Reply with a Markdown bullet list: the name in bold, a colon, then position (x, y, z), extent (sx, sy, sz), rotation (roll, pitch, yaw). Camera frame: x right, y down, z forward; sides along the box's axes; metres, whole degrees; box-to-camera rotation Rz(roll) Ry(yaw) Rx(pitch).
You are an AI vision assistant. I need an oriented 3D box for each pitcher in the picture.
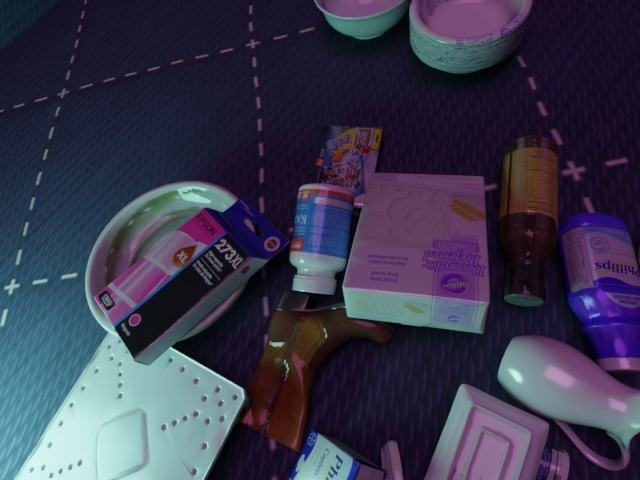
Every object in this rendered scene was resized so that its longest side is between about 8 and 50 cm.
- **pitcher**: position (0.403, 0.261, 0.665), extent (0.207, 0.177, 0.125), rotation (21, 27, 36)

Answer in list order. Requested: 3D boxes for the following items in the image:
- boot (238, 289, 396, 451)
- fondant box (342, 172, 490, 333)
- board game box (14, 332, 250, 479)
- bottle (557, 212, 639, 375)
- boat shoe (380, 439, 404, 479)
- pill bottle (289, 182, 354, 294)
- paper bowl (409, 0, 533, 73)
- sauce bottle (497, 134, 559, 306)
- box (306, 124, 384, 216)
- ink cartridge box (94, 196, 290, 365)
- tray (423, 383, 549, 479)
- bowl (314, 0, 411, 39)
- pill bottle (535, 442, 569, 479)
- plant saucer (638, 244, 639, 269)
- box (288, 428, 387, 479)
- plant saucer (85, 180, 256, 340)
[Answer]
- **boot**: position (-0.011, 0.252, 0.778), extent (0.264, 0.096, 0.280), rotation (12, 69, 18)
- **fondant box**: position (0.194, 0.004, 0.793), extent (0.238, 0.096, 0.330), rotation (4, 48, 15)
- **board game box**: position (-0.371, 0.400, 0.792), extent (0.390, 0.050, 0.390), rotation (17, 70, 28)
- **bottle**: position (0.508, 0.090, 0.728), extent (0.118, 0.092, 0.283), rotation (8, 65, -4)
- **boat shoe**: position (0.100, 0.451, 0.664), extent (0.081, 0.079, 0.227), rotation (-1, 68, 8)
- **pill bottle**: position (0.000, 0.000, 0.863), extent (0.124, 0.124, 0.221), rotation (5, 83, 16)
- **paper bowl**: position (0.373, -0.548, 1.042), extent (0.284, 0.148, 0.284), rotation (-5, 63, 11)
- **sauce bottle**: position (0.411, -0.042, 0.812), extent (0.111, 0.111, 0.344), rotation (8, 69, 17)
- **box**: position (0.059, -0.175, 0.995), extent (0.159, 0.044, 0.233), rotation (7, 67, 16)
- **ink cartridge box**: position (-0.259, 0.060, 0.836), extent (0.371, 0.069, 0.176), rotation (-41, 63, -14)
- **tray**: position (0.238, 0.373, 0.618), extent (0.145, 0.030, 0.270), rotation (21, 70, 23)
- **bowl**: position (0.135, -0.686, 1.173), extent (0.298, 0.134, 0.298), rotation (-6, 63, 12)
- **pill bottle**: position (0.330, 0.350, 0.664), extent (0.120, 0.067, 0.067), rotation (18, 70, 20)
- **plant saucer**: position (0.662, 0.059, 0.728), extent (0.199, 0.036, 0.198), rotation (0, 65, 0)
- **box**: position (0.019, 0.407, 0.674), extent (0.137, 0.072, 0.126), rotation (2, 60, 54)
- **plant saucer**: position (-0.330, 0.051, 0.943), extent (0.400, 0.100, 0.400), rotation (-4, 62, 8)
